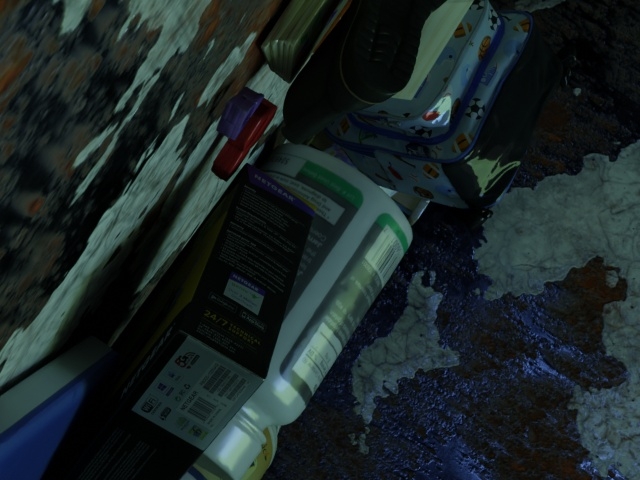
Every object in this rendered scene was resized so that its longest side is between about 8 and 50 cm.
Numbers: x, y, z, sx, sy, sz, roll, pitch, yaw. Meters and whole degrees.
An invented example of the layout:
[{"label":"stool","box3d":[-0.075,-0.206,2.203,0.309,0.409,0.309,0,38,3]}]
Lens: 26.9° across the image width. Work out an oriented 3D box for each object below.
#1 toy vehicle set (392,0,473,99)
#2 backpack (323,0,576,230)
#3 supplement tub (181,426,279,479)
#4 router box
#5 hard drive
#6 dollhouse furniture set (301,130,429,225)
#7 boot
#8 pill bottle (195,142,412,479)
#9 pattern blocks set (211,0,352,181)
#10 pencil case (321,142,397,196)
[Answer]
[{"label":"toy vehicle set","box3d":[0.107,-0.270,1.243,0.267,0.035,0.166,122,-29,-60]},{"label":"backpack","box3d":[0.129,-0.175,1.637,0.263,0.213,0.277,6,-123,47]},{"label":"supplement tub","box3d":[-0.205,0.341,2.119,0.228,0.228,0.316,-58,178,39]},{"label":"router box","box3d":[-0.132,0.115,1.161,0.309,0.081,0.243,-51,-167,33]},{"label":"hard drive","box3d":[-0.255,0.192,0.987,0.210,0.040,0.319,-57,178,9]},{"label":"dollhouse furniture set","box3d":[0.000,0.000,1.999,0.303,0.198,0.286,-56,178,5]},{"label":"boot","box3d":[0.033,-0.179,1.115,0.137,0.077,0.198,-28,-152,53]},{"label":"pill bottle","box3d":[-0.067,0.083,1.554,0.361,0.204,0.204,-55,178,-16]},{"label":"pattern blocks set","box3d":[0.009,-0.211,1.092,0.325,0.026,0.285,-56,179,-15]},{"label":"pencil case","box3d":[0.056,-0.096,1.805,0.273,0.113,0.124,-34,177,-7]}]
